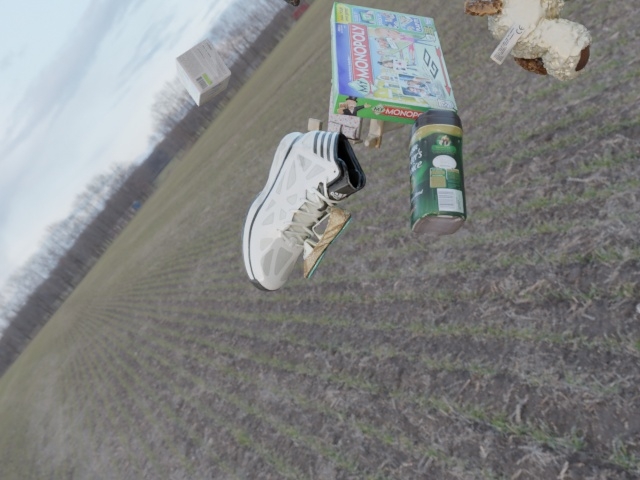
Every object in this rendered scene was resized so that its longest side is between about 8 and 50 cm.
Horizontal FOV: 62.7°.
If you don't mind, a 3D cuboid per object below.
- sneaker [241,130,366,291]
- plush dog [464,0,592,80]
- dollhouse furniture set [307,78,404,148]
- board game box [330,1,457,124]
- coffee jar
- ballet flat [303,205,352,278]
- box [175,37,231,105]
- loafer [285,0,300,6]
[{"bbox_3d":[-0.040,-0.084,1.319,0.257,0.169,0.448,1,72,49],"label":"sneaker"},{"bbox_3d":[0.380,-0.422,0.977,0.210,0.263,0.225,-2,12,18],"label":"plush dog"},{"bbox_3d":[0.090,-0.464,1.722,0.173,0.355,0.304,-30,-47,-53],"label":"dollhouse furniture set"},{"bbox_3d":[0.128,-0.340,0.998,0.046,0.213,0.317,106,167,-50],"label":"board game box"},{"bbox_3d":[0.179,-0.106,0.816,0.096,0.079,0.185,98,176,-70],"label":"coffee jar"},{"bbox_3d":[0.000,0.000,1.310,0.206,0.067,0.073,-56,-1,13],"label":"ballet flat"},{"bbox_3d":[-0.329,-0.463,1.464,0.103,0.114,0.203,-36,11,-9],"label":"box"},{"bbox_3d":[-0.093,-0.485,0.955,0.062,0.170,0.061,-33,-28,-8],"label":"loafer"}]
